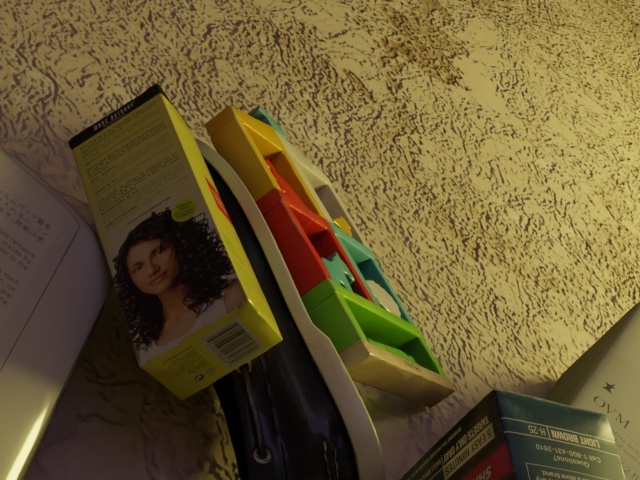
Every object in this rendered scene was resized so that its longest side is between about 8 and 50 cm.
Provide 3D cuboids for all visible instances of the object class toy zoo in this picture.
[{"bbox_3d":[0.000,0.000,0.961,0.293,0.030,0.192,60,14,26],"label":"toy zoo"}]

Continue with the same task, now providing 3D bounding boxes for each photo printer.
[{"bbox_3d":[-0.271,0.038,0.711,0.256,0.107,0.308,38,37,-19],"label":"photo printer"}]

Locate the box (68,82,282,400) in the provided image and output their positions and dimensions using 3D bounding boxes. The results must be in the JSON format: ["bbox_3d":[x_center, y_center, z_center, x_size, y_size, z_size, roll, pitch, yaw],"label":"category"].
[{"bbox_3d":[-0.107,-0.006,0.804,0.058,0.087,0.232,53,7,-48],"label":"box"}]

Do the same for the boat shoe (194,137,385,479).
[{"bbox_3d":[-0.078,0.061,0.853,0.113,0.127,0.340,-20,62,-18],"label":"boat shoe"}]

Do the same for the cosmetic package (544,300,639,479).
[{"bbox_3d":[0.283,0.205,0.952,0.224,0.138,0.224,43,38,8],"label":"cosmetic package"}]

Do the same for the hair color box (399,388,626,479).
[{"bbox_3d":[0.136,0.289,0.730,0.105,0.174,0.347,15,43,-22],"label":"hair color box"}]
